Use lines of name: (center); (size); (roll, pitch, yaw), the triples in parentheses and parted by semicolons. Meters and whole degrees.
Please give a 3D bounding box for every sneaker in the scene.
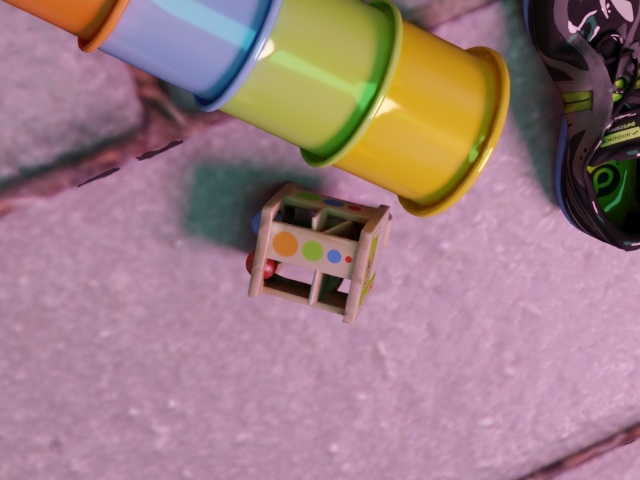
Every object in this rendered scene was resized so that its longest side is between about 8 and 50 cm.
sneaker: (0.157, -0.078, 0.649); (0.067, 0.078, 0.188); (-19, 119, -9)

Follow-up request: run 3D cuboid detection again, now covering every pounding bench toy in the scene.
pounding bench toy: (0.000, 0.000, 0.655); (0.065, 0.083, 0.052); (15, 111, 10)

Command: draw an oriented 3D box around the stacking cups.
stacking cups: (-0.064, -0.104, 0.554); (0.316, 0.096, 0.096); (20, 107, -25)
